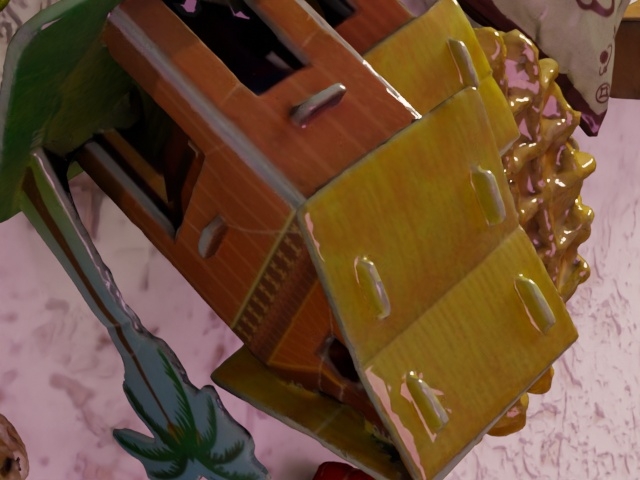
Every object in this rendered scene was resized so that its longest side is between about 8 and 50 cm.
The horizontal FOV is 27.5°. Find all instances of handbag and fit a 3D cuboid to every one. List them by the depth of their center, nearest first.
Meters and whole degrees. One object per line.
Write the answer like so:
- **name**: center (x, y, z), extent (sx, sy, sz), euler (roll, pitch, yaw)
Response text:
- **handbag**: center (0.187, -0.236, 1.100), extent (0.235, 0.127, 0.213), euler (37, 63, -32)

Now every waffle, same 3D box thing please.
- **waffle**: center (0.097, -0.007, 1.030), extent (0.261, 0.151, 0.324), euler (-8, 106, -50)

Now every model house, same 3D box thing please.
- **model house**: center (0.000, 0.000, 0.830), extent (0.300, 0.323, 0.340), euler (-37, 167, -32)

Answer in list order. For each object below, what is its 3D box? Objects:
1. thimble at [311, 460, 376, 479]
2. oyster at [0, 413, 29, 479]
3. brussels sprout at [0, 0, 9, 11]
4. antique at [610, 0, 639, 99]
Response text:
- **thimble**: center (0.062, 0.252, 1.005), extent (0.163, 0.189, 0.125), euler (35, 72, -45)
- **oyster**: center (-0.301, 0.137, 0.693), extent (0.294, 0.094, 0.166), euler (26, 59, -36)
- **brussels sprout**: center (-0.235, -0.185, 0.634), extent (0.223, 0.161, 0.223), euler (-8, 103, -38)
- **antique**: center (0.412, -0.233, 1.360), extent (0.310, 0.093, 0.087), euler (-30, 118, -40)
